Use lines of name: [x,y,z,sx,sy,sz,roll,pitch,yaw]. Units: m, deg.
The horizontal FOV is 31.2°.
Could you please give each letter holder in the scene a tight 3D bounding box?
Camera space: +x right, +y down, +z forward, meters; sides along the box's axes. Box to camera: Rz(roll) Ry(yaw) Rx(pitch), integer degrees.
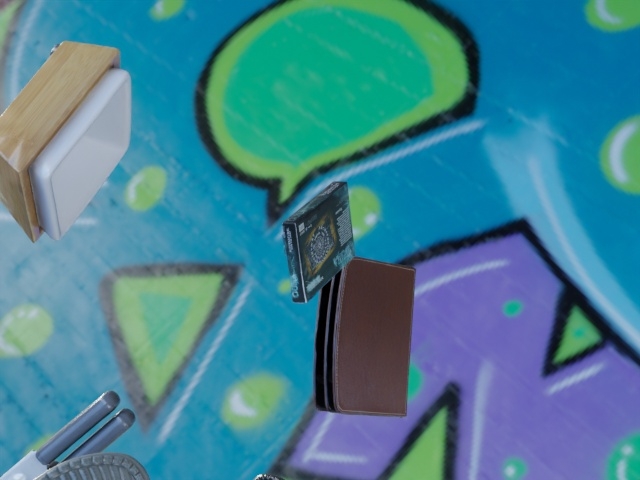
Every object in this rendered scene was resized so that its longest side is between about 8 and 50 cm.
letter holder: [0.056,0.191,2.269,0.152,0.302,0.214,-3,170,44]

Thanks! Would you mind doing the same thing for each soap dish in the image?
soap dish: [-0.380,-0.142,1.674,0.118,0.229,0.291,32,159,2]

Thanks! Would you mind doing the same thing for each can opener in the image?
can opener: [-0.398,0.330,1.780,0.074,0.280,0.093,48,-161,-4]

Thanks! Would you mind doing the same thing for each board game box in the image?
board game box: [0.000,0.000,1.712,0.026,0.186,0.126,3,112,25]

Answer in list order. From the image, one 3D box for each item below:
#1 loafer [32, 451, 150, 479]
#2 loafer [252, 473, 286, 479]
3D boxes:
loafer: [-0.305,0.306,1.244,0.094,0.251,0.087,65,161,8]
loafer: [-0.018,0.411,1.658,0.220,0.080,0.078,25,172,34]
